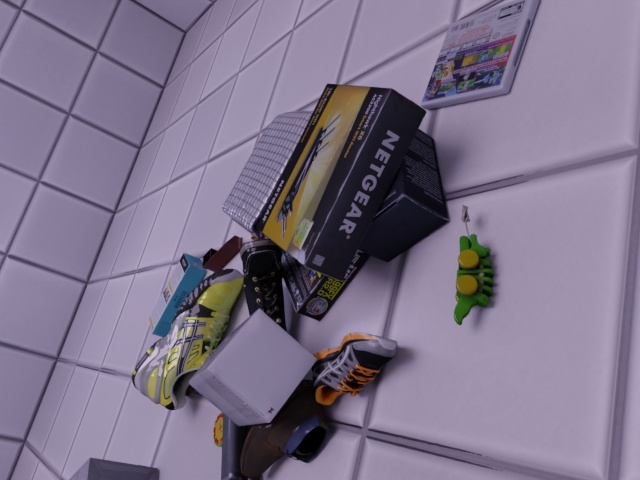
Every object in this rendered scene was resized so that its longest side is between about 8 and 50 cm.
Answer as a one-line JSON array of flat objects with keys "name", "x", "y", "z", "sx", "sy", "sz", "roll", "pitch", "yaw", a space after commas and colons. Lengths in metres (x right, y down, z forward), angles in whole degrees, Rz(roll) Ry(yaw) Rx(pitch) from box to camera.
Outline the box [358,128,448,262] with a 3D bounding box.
[{"name": "box", "x": 0.123, "y": -0.092, "z": 1.021, "sx": 0.153, "sy": 0.108, "sz": 0.207, "roll": -38, "pitch": 39, "yaw": 39}]

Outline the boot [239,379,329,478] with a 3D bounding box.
[{"name": "boot", "x": -0.066, "y": 0.356, "z": 1.007, "sx": 0.219, "sy": 0.082, "sz": 0.106, "roll": -56, "pitch": 28, "yaw": 10}]

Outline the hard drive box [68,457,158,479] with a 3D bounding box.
[{"name": "hard drive box", "x": -0.539, "y": 0.643, "z": 1.439, "sx": 0.232, "sy": 0.181, "sz": 0.089, "roll": -46, "pitch": 36, "yaw": 30}]

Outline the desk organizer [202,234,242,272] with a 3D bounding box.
[{"name": "desk organizer", "x": -0.275, "y": 0.034, "z": 1.611, "sx": 0.130, "sy": 0.050, "sz": 0.047, "roll": -42, "pitch": 37, "yaw": 34}]

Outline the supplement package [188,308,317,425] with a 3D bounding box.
[{"name": "supplement package", "x": -0.129, "y": 0.236, "z": 1.039, "sx": 0.134, "sy": 0.139, "sz": 0.244, "roll": -50, "pitch": 4, "yaw": -27}]

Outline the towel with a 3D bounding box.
[{"name": "towel", "x": -0.071, "y": -0.134, "z": 1.234, "sx": 0.283, "sy": 0.121, "sz": 0.235, "roll": -62, "pitch": 28, "yaw": -1}]

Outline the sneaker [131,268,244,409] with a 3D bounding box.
[{"name": "sneaker", "x": -0.297, "y": 0.245, "z": 1.440, "sx": 0.147, "sy": 0.145, "sz": 0.384, "roll": 35, "pitch": 91, "yaw": 23}]

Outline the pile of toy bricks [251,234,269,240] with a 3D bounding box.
[{"name": "pile of toy bricks", "x": -0.126, "y": -0.078, "z": 1.407, "sx": 0.212, "sy": 0.105, "sz": 0.118, "roll": -37, "pitch": 40, "yaw": 39}]

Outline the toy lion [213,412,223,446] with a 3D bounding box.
[{"name": "toy lion", "x": -0.202, "y": 0.405, "z": 1.240, "sx": 0.096, "sy": 0.034, "sz": 0.100, "roll": -65, "pitch": 29, "yaw": 14}]

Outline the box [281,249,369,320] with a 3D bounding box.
[{"name": "box", "x": 0.000, "y": 0.000, "z": 1.195, "sx": 0.216, "sy": 0.060, "sz": 0.270, "roll": -54, "pitch": 32, "yaw": 17}]

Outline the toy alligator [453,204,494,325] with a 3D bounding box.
[{"name": "toy alligator", "x": 0.224, "y": 0.032, "z": 0.831, "sx": 0.051, "sy": 0.056, "sz": 0.189, "roll": 4, "pitch": 63, "yaw": 14}]

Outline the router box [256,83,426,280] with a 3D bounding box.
[{"name": "router box", "x": 0.023, "y": -0.113, "z": 1.005, "sx": 0.308, "sy": 0.081, "sz": 0.243, "roll": -64, "pitch": 29, "yaw": 3}]

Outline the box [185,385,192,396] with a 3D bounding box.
[{"name": "box", "x": -0.375, "y": 0.329, "z": 1.576, "sx": 0.201, "sy": 0.021, "sz": 0.164, "roll": -8, "pitch": 61, "yaw": 55}]

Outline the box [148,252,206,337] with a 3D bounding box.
[{"name": "box", "x": -0.437, "y": 0.168, "z": 1.756, "sx": 0.244, "sy": 0.060, "sz": 0.100, "roll": -60, "pitch": 30, "yaw": 8}]

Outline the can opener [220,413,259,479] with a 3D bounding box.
[{"name": "can opener", "x": -0.166, "y": 0.452, "z": 1.099, "sx": 0.095, "sy": 0.076, "sz": 0.283, "roll": -44, "pitch": 34, "yaw": 30}]

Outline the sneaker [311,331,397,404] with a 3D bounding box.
[{"name": "sneaker", "x": 0.054, "y": 0.208, "z": 0.936, "sx": 0.215, "sy": 0.084, "sz": 0.083, "roll": -43, "pitch": 34, "yaw": 51}]

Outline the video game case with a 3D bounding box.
[{"name": "video game case", "x": 0.281, "y": -0.332, "z": 1.040, "sx": 0.201, "sy": 0.023, "sz": 0.183, "roll": 7, "pitch": 73, "yaw": 58}]

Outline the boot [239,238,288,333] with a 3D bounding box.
[{"name": "boot", "x": -0.105, "y": 0.113, "z": 1.153, "sx": 0.236, "sy": 0.085, "sz": 0.178, "roll": 104, "pitch": 155, "yaw": -64}]
